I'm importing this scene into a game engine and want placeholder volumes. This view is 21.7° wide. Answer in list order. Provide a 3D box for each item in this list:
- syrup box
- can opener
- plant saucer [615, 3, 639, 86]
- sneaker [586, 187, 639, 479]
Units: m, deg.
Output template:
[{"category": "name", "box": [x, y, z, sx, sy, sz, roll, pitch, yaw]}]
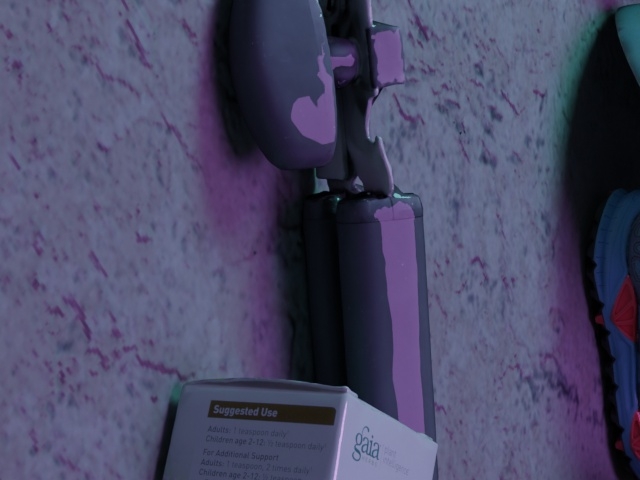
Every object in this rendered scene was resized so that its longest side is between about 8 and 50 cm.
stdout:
[{"category": "syrup box", "box": [-0.024, 0.188, 0.759, 0.093, 0.096, 0.237, 35, 59, -54]}, {"category": "can opener", "box": [0.000, 0.000, 0.852, 0.095, 0.076, 0.284, -6, 96, -26]}, {"category": "plant saucer", "box": [0.327, -0.053, 1.233, 0.317, 0.043, 0.318, 43, 25, -26]}, {"category": "sneaker", "box": [0.276, 0.087, 1.217, 0.104, 0.125, 0.262, -46, 126, -48]}]
